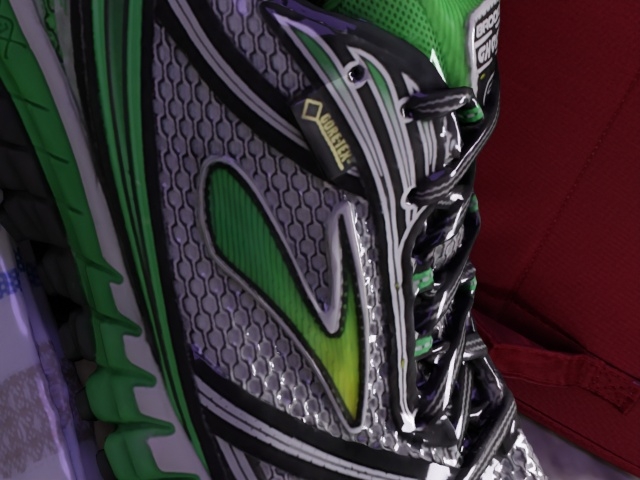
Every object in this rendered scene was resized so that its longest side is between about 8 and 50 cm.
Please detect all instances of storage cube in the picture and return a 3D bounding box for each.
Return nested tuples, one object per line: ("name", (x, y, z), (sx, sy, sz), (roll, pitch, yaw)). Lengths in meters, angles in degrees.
("storage cube", (0.113, -0.064, 0.614), (0.184, 0.193, 0.215), (28, 48, 4))

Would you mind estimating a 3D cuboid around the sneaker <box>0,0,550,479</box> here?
("sneaker", (0.000, 0.000, 0.481), (0.343, 0.146, 0.134), (60, 21, -13))

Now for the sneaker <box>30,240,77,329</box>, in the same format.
("sneaker", (-0.118, -0.021, 0.558), (0.170, 0.089, 0.051), (10, 47, 0))

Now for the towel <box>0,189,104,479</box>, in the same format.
("towel", (-0.176, 0.030, 0.472), (0.209, 0.034, 0.285), (-16, 75, -15))
